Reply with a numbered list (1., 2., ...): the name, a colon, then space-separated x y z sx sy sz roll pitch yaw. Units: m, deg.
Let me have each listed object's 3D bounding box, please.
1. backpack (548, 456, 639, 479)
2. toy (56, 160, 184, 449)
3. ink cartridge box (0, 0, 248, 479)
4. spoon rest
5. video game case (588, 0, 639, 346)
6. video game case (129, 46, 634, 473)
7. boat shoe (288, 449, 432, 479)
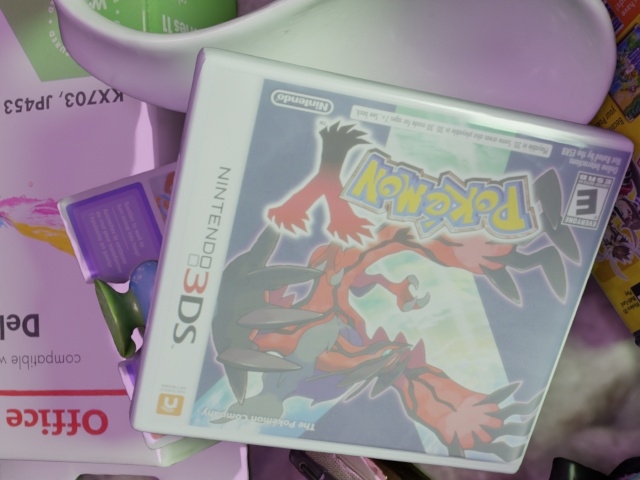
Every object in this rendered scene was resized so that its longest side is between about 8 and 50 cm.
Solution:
1. backpack: 0.263 0.166 0.392 0.263 0.213 0.276 -32 76 7
2. toy: 0.000 0.000 0.497 0.237 0.056 0.137 -21 85 -14
3. ink cartridge box: -0.159 0.023 0.588 0.207 0.119 0.353 -4 88 19
4. spoon rest: -0.004 -0.092 0.448 0.276 0.137 0.084 11 55 9
5. video game case: 0.151 -0.101 0.417 0.035 0.275 0.248 -26 77 -22
6. video game case: 0.026 0.020 0.448 0.201 0.023 0.183 9 110 -13
7. boat shoe: 0.043 0.159 0.549 0.152 0.056 0.049 45 109 25
